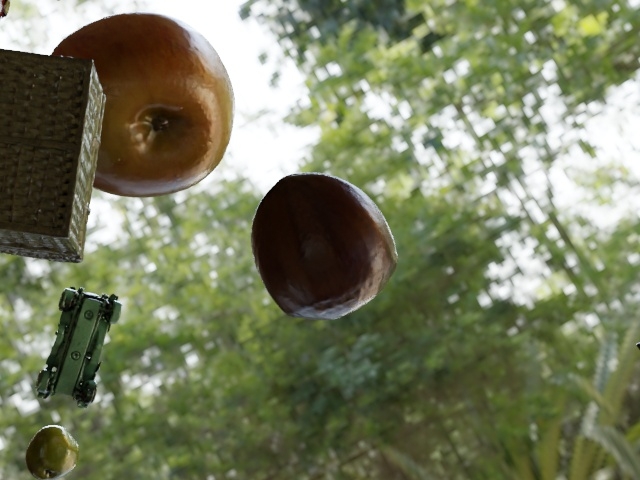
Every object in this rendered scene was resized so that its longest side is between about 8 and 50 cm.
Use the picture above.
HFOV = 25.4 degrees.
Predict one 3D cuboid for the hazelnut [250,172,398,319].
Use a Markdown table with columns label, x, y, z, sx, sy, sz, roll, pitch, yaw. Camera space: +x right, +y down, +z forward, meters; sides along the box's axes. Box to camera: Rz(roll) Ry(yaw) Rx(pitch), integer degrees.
| label | x | y | z | sx | sy | sz | roll | pitch | yaw |
| --- | --- | --- | --- | --- | --- | --- | --- | --- | --- |
| hazelnut | 0.000 | 0.000 | 1.930 | 0.208 | 0.208 | 0.208 | -27 | -13 | -7 |

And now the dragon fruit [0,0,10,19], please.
| label | x | y | z | sx | sy | sz | roll | pitch | yaw |
| --- | --- | --- | --- | --- | --- | --- | --- | --- | --- |
| dragon fruit | -0.408 | -0.223 | 1.530 | 0.125 | 0.246 | 0.125 | -10 | -33 | 31 |

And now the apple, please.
| label | x | y | z | sx | sy | sz | roll | pitch | yaw |
| --- | --- | --- | --- | --- | --- | --- | --- | --- | --- |
| apple | -0.258 | -0.189 | 2.032 | 0.286 | 0.286 | 0.233 | -27 | 25 | -8 |

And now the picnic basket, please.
| label | x | y | z | sx | sy | sz | roll | pitch | yaw |
| --- | --- | --- | --- | --- | --- | --- | --- | --- | --- |
| picnic basket | -0.310 | -0.086 | 1.520 | 0.134 | 0.196 | 0.154 | 6 | -12 | -3 |

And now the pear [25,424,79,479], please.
| label | x | y | z | sx | sy | sz | roll | pitch | yaw |
| --- | --- | --- | --- | --- | --- | --- | --- | --- | --- |
| pear | -0.440 | 0.352 | 2.328 | 0.092 | 0.092 | 0.097 | -46 | 13 | 54 |

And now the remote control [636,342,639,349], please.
| label | x | y | z | sx | sy | sz | roll | pitch | yaw |
| --- | --- | --- | --- | --- | --- | --- | --- | --- | --- |
| remote control | 0.479 | 0.182 | 1.999 | 0.014 | 0.096 | 0.039 | -39 | -42 | 12 |

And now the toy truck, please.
| label | x | y | z | sx | sy | sz | roll | pitch | yaw |
| --- | --- | --- | --- | --- | --- | --- | --- | --- | --- |
| toy truck | -0.318 | 0.136 | 1.849 | 0.080 | 0.154 | 0.078 | 15 | 6 | -16 |
